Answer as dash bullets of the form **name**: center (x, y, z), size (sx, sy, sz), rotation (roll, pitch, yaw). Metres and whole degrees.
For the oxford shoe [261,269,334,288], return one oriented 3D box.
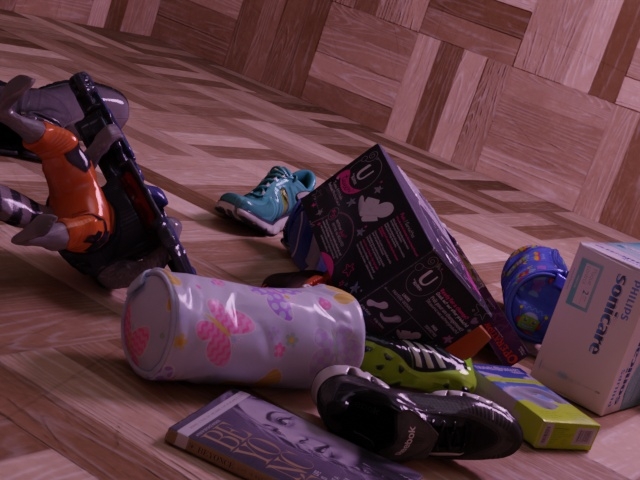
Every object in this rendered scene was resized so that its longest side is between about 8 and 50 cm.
- **oxford shoe**: center (-0.035, 0.087, 1.586), size (0.098, 0.096, 0.271), rotation (4, 3, 11)

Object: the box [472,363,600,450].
- **box**: center (0.255, 0.206, 1.569), size (0.109, 0.042, 0.178), rotation (10, 16, -37)

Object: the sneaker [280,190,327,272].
- **sneaker**: center (0.001, 0.000, 1.932), size (0.182, 0.127, 0.315), rotation (21, 5, 25)

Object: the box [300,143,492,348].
- **box**: center (0.099, 0.020, 1.635), size (0.163, 0.142, 0.247), rotation (46, 15, -37)

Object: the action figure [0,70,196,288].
- **action figure**: center (-0.302, -0.064, 1.489), size (0.341, 0.179, 0.330), rotation (60, 4, 27)

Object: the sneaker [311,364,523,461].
- **sneaker**: center (0.102, 0.199, 1.307), size (0.234, 0.078, 0.106), rotation (15, 16, -2)

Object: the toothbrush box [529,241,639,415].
- **toothbrush box**: center (0.454, 0.122, 1.818), size (0.126, 0.216, 0.296), rotation (26, 16, 31)

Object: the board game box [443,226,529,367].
- **board game box**: center (0.209, 0.049, 1.901), size (0.208, 0.056, 0.347), rotation (51, 4, -15)

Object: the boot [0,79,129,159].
- **boot**: center (-0.458, -0.195, 2.128), size (0.338, 0.118, 0.223), rotation (-3, 26, -32)

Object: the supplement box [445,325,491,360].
- **supplement box**: center (0.153, 0.098, 1.749), size (0.080, 0.078, 0.233), rotation (44, 3, -25)

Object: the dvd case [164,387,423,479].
- **dvd case**: center (-0.021, 0.211, 1.201), size (0.221, 0.018, 0.164), rotation (22, 13, 14)

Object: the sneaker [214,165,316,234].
- **sneaker**: center (-0.090, -0.077, 2.115), size (0.107, 0.110, 0.275), rotation (24, 14, 21)

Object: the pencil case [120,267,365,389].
- **pencil case**: center (-0.079, 0.097, 1.347), size (0.273, 0.124, 0.113), rotation (7, -16, -37)

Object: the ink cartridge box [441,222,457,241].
- **ink cartridge box**: center (0.172, -0.025, 2.459), size (0.181, 0.056, 0.225), rotation (22, -6, 14)

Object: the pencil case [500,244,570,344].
- **pencil case**: center (0.359, 0.082, 2.009), size (0.119, 0.133, 0.306), rotation (40, 10, 0)

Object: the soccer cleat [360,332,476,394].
- **soccer cleat**: center (0.112, 0.149, 1.537), size (0.179, 0.060, 0.072), rotation (22, 38, -15)
